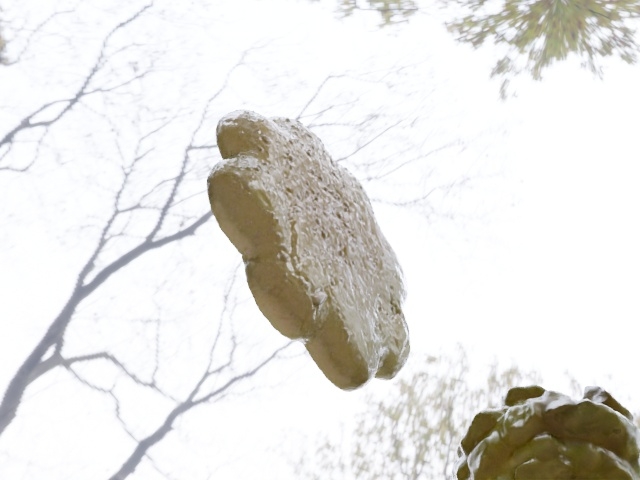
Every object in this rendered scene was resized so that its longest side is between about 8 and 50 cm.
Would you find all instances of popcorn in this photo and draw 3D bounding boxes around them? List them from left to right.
[{"bbox_3d":[0.232,0.271,1.118,0.225,0.174,0.286,-19,-55,28],"label":"popcorn"}]

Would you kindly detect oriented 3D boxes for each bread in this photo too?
[{"bbox_3d":[0.000,0.000,1.149,0.054,0.316,0.316,-29,-85,25],"label":"bread"}]
